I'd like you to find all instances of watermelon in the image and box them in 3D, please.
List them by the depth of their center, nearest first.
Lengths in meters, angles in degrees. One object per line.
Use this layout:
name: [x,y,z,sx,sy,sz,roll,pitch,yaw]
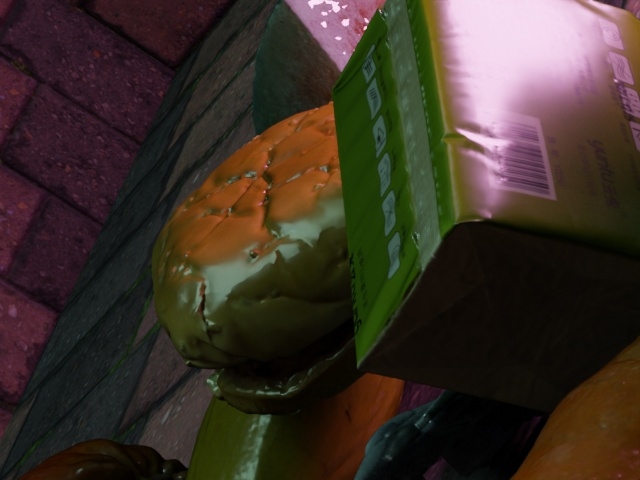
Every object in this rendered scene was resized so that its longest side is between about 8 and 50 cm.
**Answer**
watermelon: [0.086,-0.099,1.709,0.228,0.387,0.258,-39,49,-25]

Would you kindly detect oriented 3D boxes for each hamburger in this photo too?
hamburger: [0.000,0.000,1.483,0.319,0.158,0.318,-27,25,14]

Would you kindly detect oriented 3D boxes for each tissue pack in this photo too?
tissue pack: [0.131,-0.037,1.248,0.274,0.200,0.167,-96,27,-46]

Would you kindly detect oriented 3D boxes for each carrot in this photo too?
carrot: [0.202,0.116,0.994,0.225,0.159,0.159,-52,10,-28]

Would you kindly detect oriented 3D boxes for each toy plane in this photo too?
toy plane: [0.097,0.135,1.313,0.212,0.088,0.267,-49,-2,32]

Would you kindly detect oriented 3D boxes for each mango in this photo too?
mango: [-0.029,0.163,1.602,0.195,0.142,0.331,-21,33,57]

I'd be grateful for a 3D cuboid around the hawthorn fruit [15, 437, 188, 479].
hawthorn fruit: [-0.193,0.315,1.666,0.258,0.258,0.261,173,110,-72]
